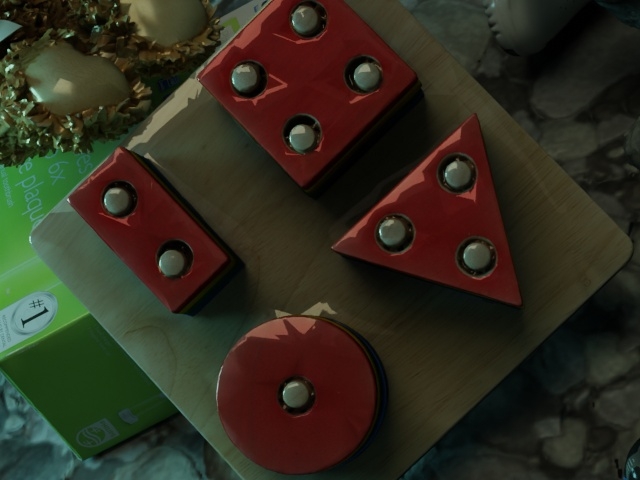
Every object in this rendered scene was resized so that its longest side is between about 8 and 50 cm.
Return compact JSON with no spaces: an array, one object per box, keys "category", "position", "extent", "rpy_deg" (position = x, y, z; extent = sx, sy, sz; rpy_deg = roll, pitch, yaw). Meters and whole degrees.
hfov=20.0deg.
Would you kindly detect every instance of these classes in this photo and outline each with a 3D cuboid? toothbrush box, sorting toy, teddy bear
[{"category":"toothbrush box","position":[-0.081,-0.019,1.198],"extent":[0.283,0.122,0.206],"rpy_deg":[-26,44,4]},{"category":"sorting toy","position":[0.000,0.000,1.032],"extent":[0.257,0.089,0.255],"rpy_deg":[-44,82,2]},{"category":"teddy bear","position":[-0.216,-0.100,1.189],"extent":[0.338,0.113,0.245],"rpy_deg":[-10,35,23]}]

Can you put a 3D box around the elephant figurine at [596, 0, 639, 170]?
[{"category":"elephant figurine","position":[0.228,-0.158,1.110],"extent":[0.169,0.186,0.239],"rpy_deg":[-38,48,26]}]

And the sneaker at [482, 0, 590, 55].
[{"category":"sneaker","position":[0.215,-0.218,1.225],"extent":[0.153,0.094,0.235],"rpy_deg":[3,43,42]}]

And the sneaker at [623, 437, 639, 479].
[{"category":"sneaker","position":[0.242,0.082,0.956],"extent":[0.188,0.078,0.067],"rpy_deg":[-27,44,7]}]
